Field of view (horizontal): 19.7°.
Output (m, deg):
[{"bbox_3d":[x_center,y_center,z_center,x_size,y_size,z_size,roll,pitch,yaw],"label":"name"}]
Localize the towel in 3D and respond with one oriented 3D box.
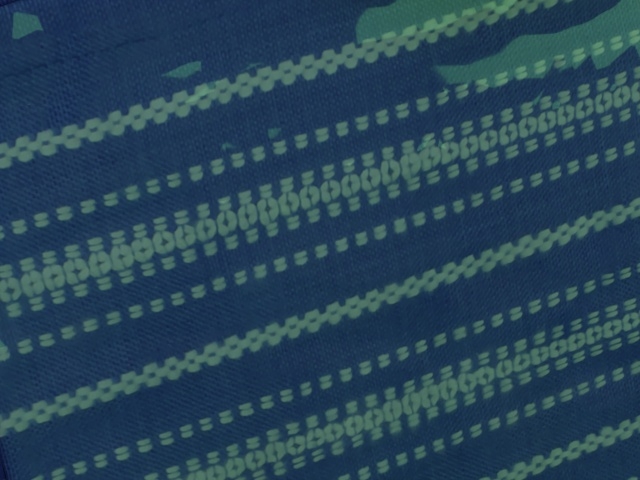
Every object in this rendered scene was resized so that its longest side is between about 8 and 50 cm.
[{"bbox_3d":[0.013,0.055,0.557,0.243,0.040,0.336,-19,113,-20],"label":"towel"}]
